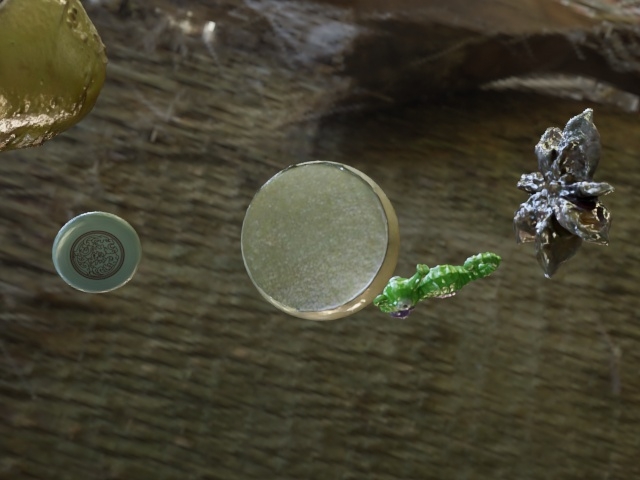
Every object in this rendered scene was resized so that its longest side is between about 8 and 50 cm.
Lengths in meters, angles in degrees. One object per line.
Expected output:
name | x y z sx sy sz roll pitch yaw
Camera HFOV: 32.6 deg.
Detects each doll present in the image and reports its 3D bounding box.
doll | 0.164 0.058 1.542 0.115 0.190 0.050 89 161 -69

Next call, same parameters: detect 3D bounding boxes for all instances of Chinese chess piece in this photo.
Chinese chess piece | 0.000 0.000 0.834 0.051 0.122 0.122 35 -106 -77

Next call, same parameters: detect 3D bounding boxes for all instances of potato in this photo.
potato | -0.381 -0.181 1.270 0.246 0.196 0.299 3 45 51

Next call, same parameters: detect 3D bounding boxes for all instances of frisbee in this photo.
frisbee | -0.278 0.017 1.364 0.014 0.110 0.110 -114 39 -64

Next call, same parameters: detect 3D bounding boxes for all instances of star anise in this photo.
star anise | 0.316 -0.057 1.459 0.197 0.073 0.212 -52 35 45
